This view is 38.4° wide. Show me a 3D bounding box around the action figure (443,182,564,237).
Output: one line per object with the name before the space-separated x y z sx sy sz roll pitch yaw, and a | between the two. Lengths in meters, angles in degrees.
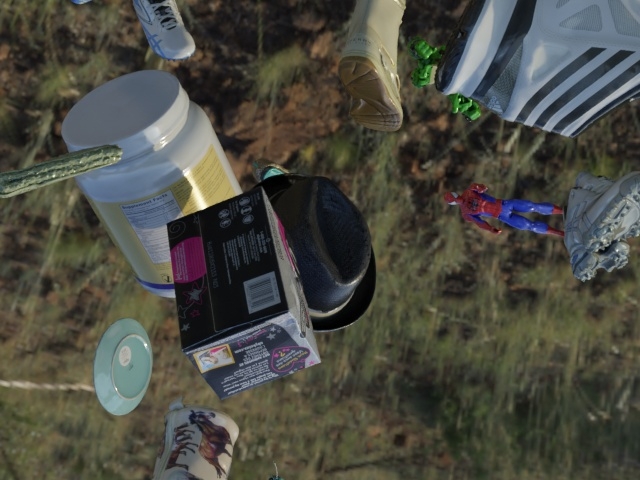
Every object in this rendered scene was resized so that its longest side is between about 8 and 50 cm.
action figure | 0.386 -0.054 1.845 0.280 0.091 0.139 13 -169 4

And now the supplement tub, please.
supplement tub | -0.267 -0.092 1.546 0.241 0.241 0.331 1 135 26

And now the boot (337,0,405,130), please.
boot | 0.100 -0.320 1.574 0.095 0.203 0.262 5 161 18

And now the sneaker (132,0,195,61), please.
sneaker | -0.314 -0.441 1.805 0.085 0.237 0.086 -24 149 -12

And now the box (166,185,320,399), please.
box | -0.111 0.073 1.324 0.163 0.247 0.142 -21 138 6

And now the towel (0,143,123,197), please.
towel | -0.292 -0.079 1.022 0.148 0.027 0.110 -20 -172 -13

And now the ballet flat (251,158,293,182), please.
ballet flat | -0.080 -0.129 2.010 0.067 0.073 0.206 41 -178 38

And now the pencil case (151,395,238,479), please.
pencil case | -0.289 0.536 1.865 0.160 0.410 0.183 -11 144 35

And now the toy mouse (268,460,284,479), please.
toy mouse | -0.081 0.543 1.964 0.031 0.143 0.161 -2 169 -22

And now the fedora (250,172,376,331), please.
fedora | 0.000 0.000 1.753 0.334 0.334 0.152 21 150 -19

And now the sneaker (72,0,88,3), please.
sneaker | -0.450 -0.515 1.614 0.081 0.211 0.080 -30 177 23

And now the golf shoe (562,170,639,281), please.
golf shoe | 0.247 -0.030 0.817 0.069 0.086 0.176 -16 158 -8

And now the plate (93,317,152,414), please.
plate | -0.374 0.245 1.783 0.024 0.188 0.188 1 154 25

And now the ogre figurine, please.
ogre figurine | 0.223 -0.311 1.711 0.197 0.118 0.097 21 114 -26

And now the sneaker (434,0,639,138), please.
sneaker | 0.336 -0.318 1.119 0.257 0.448 0.169 26 167 -2
